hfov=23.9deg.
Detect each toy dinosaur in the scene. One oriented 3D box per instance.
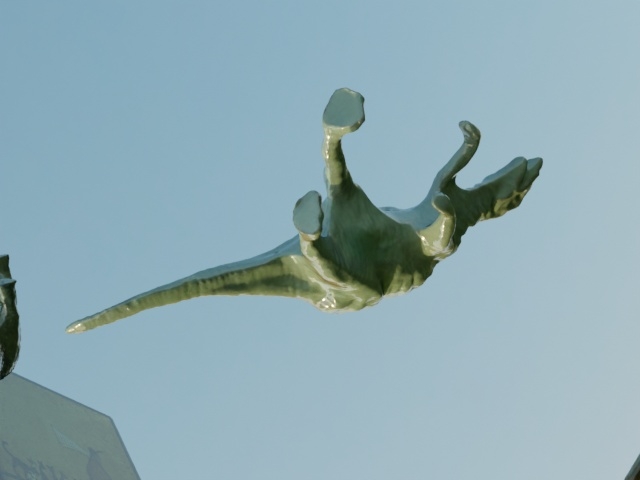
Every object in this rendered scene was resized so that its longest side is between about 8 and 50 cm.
[{"bbox_3d":[-0.342,0.098,1.561,0.363,0.076,0.147,-149,50,-78],"label":"toy dinosaur"},{"bbox_3d":[0.000,0.000,1.130,0.393,0.092,0.205,-31,-30,-7],"label":"toy dinosaur"}]

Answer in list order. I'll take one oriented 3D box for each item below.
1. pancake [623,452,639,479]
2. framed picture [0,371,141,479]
[{"bbox_3d":[0.429,0.305,1.714,0.212,0.029,0.235,-2,-78,-24],"label":"pancake"},{"bbox_3d":[-0.292,0.264,1.752,0.255,0.338,0.014,32,-78,-37],"label":"framed picture"}]
